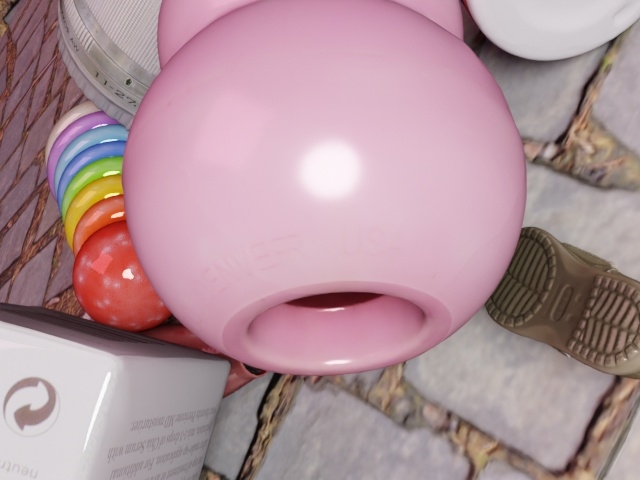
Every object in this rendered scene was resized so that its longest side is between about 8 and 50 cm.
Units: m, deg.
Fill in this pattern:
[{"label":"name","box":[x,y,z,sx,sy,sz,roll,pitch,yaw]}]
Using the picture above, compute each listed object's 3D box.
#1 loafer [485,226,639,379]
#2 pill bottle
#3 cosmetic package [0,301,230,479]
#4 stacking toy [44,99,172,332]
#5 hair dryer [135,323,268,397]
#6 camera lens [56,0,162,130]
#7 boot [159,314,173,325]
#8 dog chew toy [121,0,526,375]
[{"label":"loafer","box":[0.128,0.034,0.393,0.056,0.050,0.148,-61,18,9]},{"label":"pill bottle","box":[0.122,-0.222,0.510,0.124,0.124,0.221,-43,38,27]},{"label":"cosmetic package","box":[-0.208,0.265,0.448,0.230,0.162,0.452,55,-130,-78]},{"label":"stacking toy","box":[-0.184,-0.020,0.739,0.141,0.141,0.330,-54,29,14]},{"label":"hair dryer","box":[-0.130,0.174,0.644,0.293,0.080,0.223,-56,51,18]},{"label":"camera lens","box":[-0.098,-0.240,0.708,0.274,0.220,0.219,-35,41,51]},{"label":"boot","box":[-0.164,0.042,0.793,0.087,0.042,0.118,-18,54,39]},{"label":"dog chew toy","box":[-0.003,-0.097,0.460,0.207,0.207,0.331,-32,50,38]}]
